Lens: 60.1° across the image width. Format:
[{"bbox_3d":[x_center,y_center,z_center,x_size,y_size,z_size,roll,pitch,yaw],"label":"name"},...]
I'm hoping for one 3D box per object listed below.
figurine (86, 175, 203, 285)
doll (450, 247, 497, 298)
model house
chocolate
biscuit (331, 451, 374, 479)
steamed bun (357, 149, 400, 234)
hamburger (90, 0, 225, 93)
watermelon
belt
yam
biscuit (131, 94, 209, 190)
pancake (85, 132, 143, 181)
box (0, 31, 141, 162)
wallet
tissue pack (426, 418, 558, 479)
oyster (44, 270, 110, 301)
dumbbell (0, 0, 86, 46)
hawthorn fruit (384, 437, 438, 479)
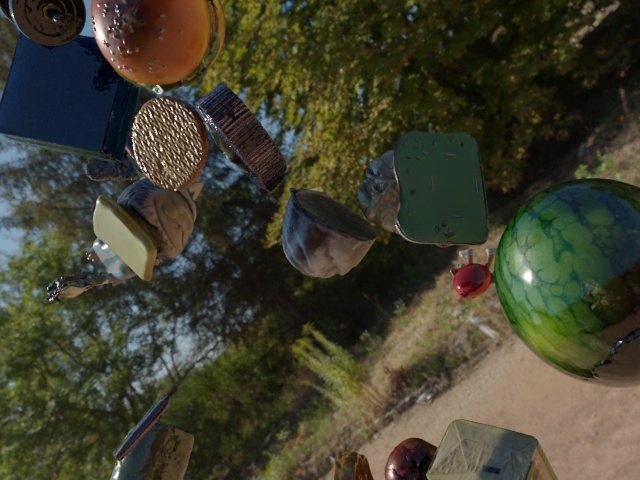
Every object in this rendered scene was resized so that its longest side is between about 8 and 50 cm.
[{"bbox_3d":[-0.493,-0.059,1.727,0.377,0.266,0.361,-39,4,-41],"label":"figurine"},{"bbox_3d":[0.531,0.118,1.883,0.183,0.085,0.217,-4,46,34],"label":"doll"},{"bbox_3d":[0.270,-0.097,1.314,0.154,0.206,0.294,88,-177,-65],"label":"model house"},{"bbox_3d":[0.000,0.000,1.688,0.213,0.303,0.303,-61,-7,18],"label":"chocolate"},{"bbox_3d":[0.069,0.533,0.963,0.057,0.312,0.351,-12,-26,8],"label":"biscuit"},{"bbox_3d":[0.173,-0.134,1.571,0.144,0.218,0.211,-6,30,11],"label":"steamed bun"},{"bbox_3d":[-0.296,-0.389,0.997,0.246,0.246,0.170,-49,4,20],"label":"hamburger"},{"bbox_3d":[0.471,0.068,0.946,0.363,0.363,0.363,-48,-3,-3],"label":"watermelon"},{"bbox_3d":[-0.211,-0.270,1.473,0.122,0.260,0.325,-42,-28,-5],"label":"belt"},{"bbox_3d":[-0.477,0.651,1.533,0.195,0.195,0.300,127,159,-61],"label":"yam"},{"bbox_3d":[-0.401,-0.259,1.478,0.254,0.254,0.035,-49,-13,24],"label":"biscuit"},{"bbox_3d":[-0.669,-0.297,1.842,0.056,0.257,0.213,70,-157,-70],"label":"pancake"},{"bbox_3d":[-0.583,-0.340,1.300,0.116,0.278,0.262,42,-120,-81],"label":"box"},{"bbox_3d":[-0.400,0.424,1.252,0.166,0.030,0.111,-51,6,-29],"label":"wallet"},{"bbox_3d":[0.379,0.531,1.148,0.200,0.275,0.167,-3,40,45],"label":"tissue pack"},{"bbox_3d":[-0.807,0.143,1.851,0.222,0.083,0.214,-17,3,-24],"label":"oyster"},{"bbox_3d":[-0.598,-0.505,1.179,0.143,0.325,0.143,-23,-48,-28],"label":"dumbbell"},{"bbox_3d":[0.209,0.526,1.239,0.148,0.148,0.172,-46,-19,-32],"label":"hawthorn fruit"}]
